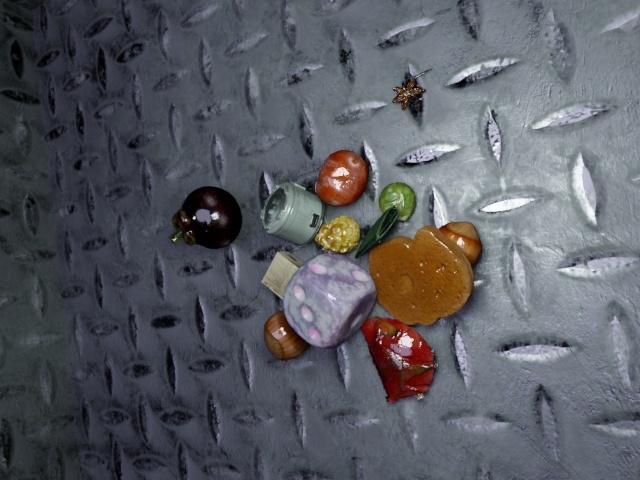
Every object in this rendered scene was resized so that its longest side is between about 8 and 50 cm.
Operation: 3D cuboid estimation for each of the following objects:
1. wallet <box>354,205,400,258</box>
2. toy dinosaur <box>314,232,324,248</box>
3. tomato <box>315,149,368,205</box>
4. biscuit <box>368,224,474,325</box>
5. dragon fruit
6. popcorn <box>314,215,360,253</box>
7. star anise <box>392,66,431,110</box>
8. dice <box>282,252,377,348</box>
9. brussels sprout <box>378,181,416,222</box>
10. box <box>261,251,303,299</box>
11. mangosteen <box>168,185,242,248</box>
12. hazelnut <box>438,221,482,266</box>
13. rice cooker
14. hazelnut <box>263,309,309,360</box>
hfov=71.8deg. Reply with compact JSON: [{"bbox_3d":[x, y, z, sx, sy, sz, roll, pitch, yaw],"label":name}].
[{"bbox_3d":[0.210,-0.023,1.665,0.055,0.236,0.160,36,63,1],"label":"wallet"},{"bbox_3d":[0.000,0.000,1.897,0.047,0.030,0.083,-42,71,22],"label":"toy dinosaur"},{"bbox_3d":[0.090,-0.237,1.753,0.188,0.232,0.232,29,103,8],"label":"tomato"},{"bbox_3d":[0.347,0.143,1.607,0.455,0.078,0.350,-23,91,50],"label":"biscuit"},{"bbox_3d":[0.293,0.447,1.682,0.282,0.100,0.344,-26,81,30],"label":"dragon fruit"},{"bbox_3d":[0.073,-0.020,1.785,0.179,0.170,0.180,18,143,15],"label":"popcorn"},{"bbox_3d":[0.354,-0.590,1.699,0.190,0.070,0.097,-37,101,21],"label":"star anise"},{"bbox_3d":[0.035,0.227,1.708,0.271,0.270,0.270,35,125,24],"label":"dice"},{"bbox_3d":[0.292,-0.148,1.697,0.154,0.117,0.155,-3,83,24],"label":"brussels sprout"},{"bbox_3d":[-0.128,0.173,1.927,0.212,0.095,0.168,36,104,24],"label":"box"},{"bbox_3d":[-0.513,-0.106,2.007,0.296,0.313,0.298,-6,80,36],"label":"mangosteen"},{"bbox_3d":[0.487,0.018,1.572,0.181,0.182,0.182,0,90,27],"label":"hazelnut"},{"bbox_3d":[-0.103,-0.107,1.832,0.280,0.226,0.242,13,82,59],"label":"rice cooker"},{"bbox_3d":[-0.141,0.401,1.896,0.214,0.176,0.215,-1,98,-9],"label":"hazelnut"}]
